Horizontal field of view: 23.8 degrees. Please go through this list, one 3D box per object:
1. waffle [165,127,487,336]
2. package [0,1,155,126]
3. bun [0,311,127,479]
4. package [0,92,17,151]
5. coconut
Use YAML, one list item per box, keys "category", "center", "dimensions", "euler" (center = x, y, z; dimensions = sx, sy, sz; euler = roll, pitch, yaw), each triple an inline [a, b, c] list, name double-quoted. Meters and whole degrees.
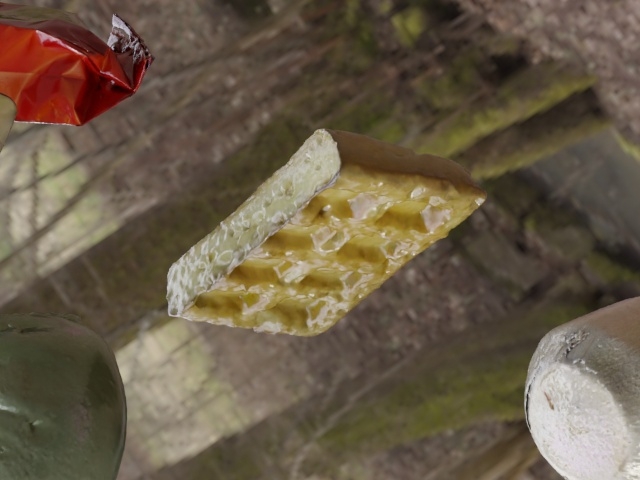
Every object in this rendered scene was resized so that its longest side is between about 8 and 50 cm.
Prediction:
- category: "waffle"
  center: [0.000, 0.000, 1.312]
  dimensions: [0.274, 0.168, 0.057]
  euler: [-41, 51, 42]
- category: "package"
  center: [-0.420, -0.223, 1.774]
  dimensions: [0.196, 0.423, 0.123]
  euler: [-129, 47, -63]
- category: "bun"
  center: [-0.312, 0.179, 1.311]
  dimensions: [0.187, 0.293, 0.293]
  euler: [38, -177, -36]
- category: "package"
  center: [-0.464, -0.098, 1.351]
  dimensions: [0.311, 0.221, 0.165]
  euler: [22, -175, -33]
- category: "coconut"
  center: [0.346, 0.168, 1.643]
  dimensions: [0.224, 0.234, 0.224]
  euler: [17, 116, 39]
